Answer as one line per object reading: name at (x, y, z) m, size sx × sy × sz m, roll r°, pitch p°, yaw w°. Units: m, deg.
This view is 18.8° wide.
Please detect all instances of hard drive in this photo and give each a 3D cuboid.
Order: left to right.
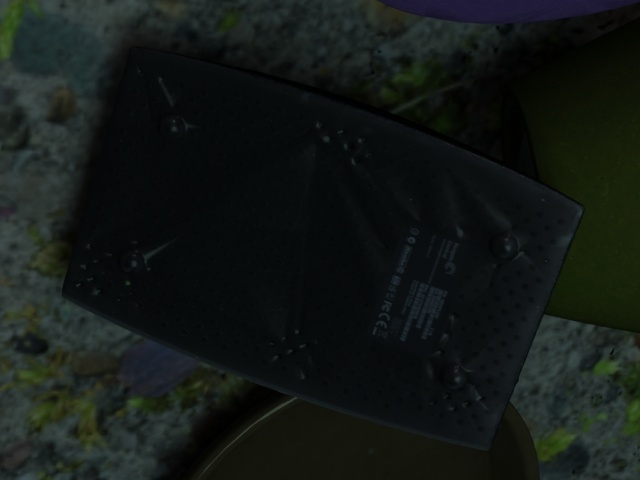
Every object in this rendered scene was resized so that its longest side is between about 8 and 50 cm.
hard drive at (0.000, 0.000, 1.057) m, size 0.254 × 0.054 × 0.172 m, roll 19°, pitch 112°, yaw 2°

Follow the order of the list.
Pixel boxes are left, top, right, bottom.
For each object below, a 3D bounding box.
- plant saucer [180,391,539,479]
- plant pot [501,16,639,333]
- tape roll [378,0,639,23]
plant saucer at (0.014, 0.190, 1.261) m, size 0.277 × 0.041 × 0.278 m, roll -12°, pitch 123°, yaw -19°
plant pot at (0.262, -0.045, 1.127) m, size 0.293 × 0.275 × 0.275 m, roll -9°, pitch 124°, yaw -3°
tape roll at (0.126, -0.214, 0.950) m, size 0.274 × 0.090 × 0.275 m, roll -8°, pitch 158°, yaw -3°
